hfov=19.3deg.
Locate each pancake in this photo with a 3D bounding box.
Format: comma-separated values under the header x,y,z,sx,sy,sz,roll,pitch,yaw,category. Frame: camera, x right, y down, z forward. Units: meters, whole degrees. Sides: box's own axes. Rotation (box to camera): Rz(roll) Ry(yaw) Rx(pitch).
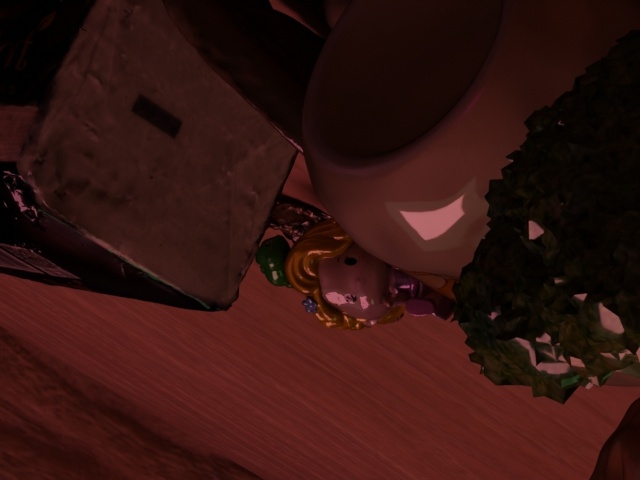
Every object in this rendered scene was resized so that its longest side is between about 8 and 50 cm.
x,y,z,sx,sy,sz,roll,pitch,yaw,category
0.010,-0.077,1.058,0.236,0.042,0.222,39,-166,-20,pancake

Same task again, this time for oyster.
x,y,z,sx,sy,sz,roll,pitch,yaw,category
0.000,0.001,1.574,0.132,0.029,0.086,23,167,1,oyster

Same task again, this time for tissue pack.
x,y,z,sx,sy,sz,roll,pitch,yaw,category
-0.202,-0.083,1.248,0.370,0.198,0.210,11,158,46,tissue pack

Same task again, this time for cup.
x,y,z,sx,sy,sz,roll,pitch,yaw,category
0.103,-0.071,0.928,0.173,0.255,0.202,-37,130,26,cup

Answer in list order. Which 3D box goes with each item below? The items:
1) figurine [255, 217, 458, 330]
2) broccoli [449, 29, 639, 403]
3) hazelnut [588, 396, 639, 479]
x,y,z,sx,sy,sz,roll,pitch,yaw,category
0.035,0.024,1.483,0.156,0.094,0.115,0,179,22,figurine
0.262,0.008,0.538,0.413,0.310,0.321,7,159,-13,broccoli
0.304,0.199,1.322,0.241,0.261,0.261,16,168,-9,hazelnut
